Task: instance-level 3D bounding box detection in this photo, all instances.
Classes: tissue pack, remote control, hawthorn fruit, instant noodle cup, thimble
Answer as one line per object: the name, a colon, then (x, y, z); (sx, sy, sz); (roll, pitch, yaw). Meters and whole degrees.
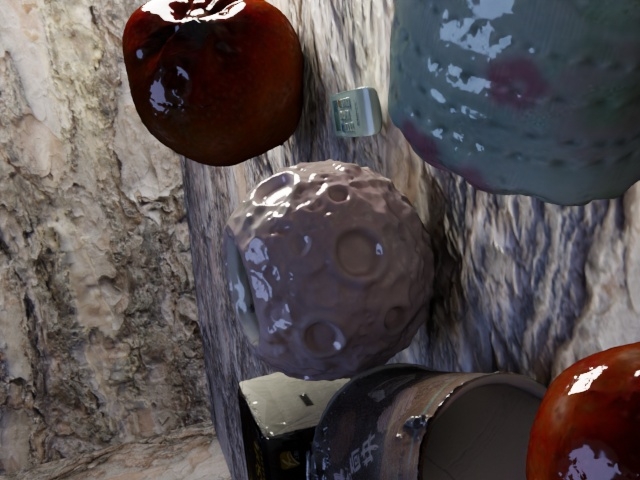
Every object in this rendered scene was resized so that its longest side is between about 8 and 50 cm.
tissue pack: (-0.008, 0.395, 1.363); (0.210, 0.198, 0.370); (-132, 34, -68)
remote control: (0.044, -0.163, 1.096); (0.162, 0.029, 0.061); (-152, 54, -76)
hawthorn fruit: (-0.158, -0.257, 1.322); (0.311, 0.295, 0.295); (-17, -84, -82)
hawthorn fruit: (0.212, 0.135, 0.515); (0.188, 0.169, 0.169); (99, 154, -43)
instant noodle cup: (0.121, 0.215, 0.800); (0.207, 0.217, 0.217); (151, 107, -66)
thimble: (0.140, -0.135, 0.537); (0.211, 0.185, 0.149); (-67, -14, -49)

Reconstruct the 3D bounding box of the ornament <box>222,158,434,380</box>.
ornament: (0.014, 0.032, 0.978); (0.259, 0.225, 0.259); (168, 90, -73)
